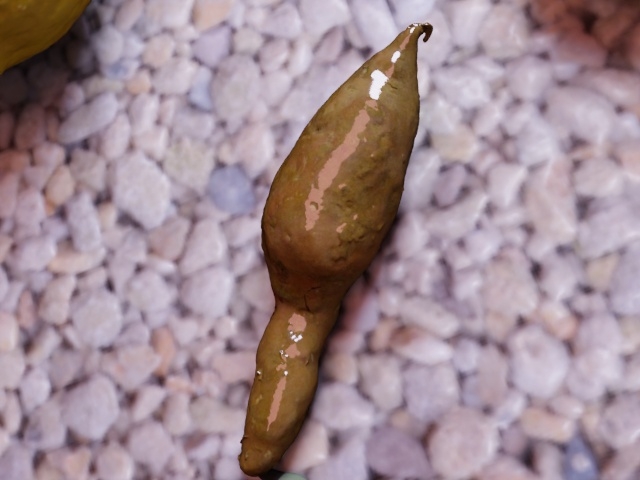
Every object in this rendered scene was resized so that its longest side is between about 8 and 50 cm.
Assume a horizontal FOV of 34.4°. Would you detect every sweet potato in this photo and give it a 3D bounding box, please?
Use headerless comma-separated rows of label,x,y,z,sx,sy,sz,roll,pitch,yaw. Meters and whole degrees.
sweet potato,-0.001,0.002,0.591,0.075,0.075,0.269,20,93,19

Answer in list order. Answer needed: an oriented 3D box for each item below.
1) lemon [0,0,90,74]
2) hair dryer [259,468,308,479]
lemon,-0.236,-0.222,0.622,0.234,0.233,0.288,-5,85,14
hair dryer,0.014,0.158,0.570,0.150,0.047,0.071,28,84,30
